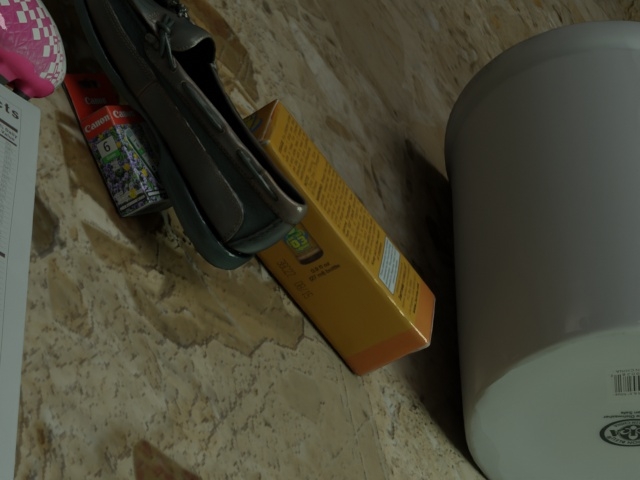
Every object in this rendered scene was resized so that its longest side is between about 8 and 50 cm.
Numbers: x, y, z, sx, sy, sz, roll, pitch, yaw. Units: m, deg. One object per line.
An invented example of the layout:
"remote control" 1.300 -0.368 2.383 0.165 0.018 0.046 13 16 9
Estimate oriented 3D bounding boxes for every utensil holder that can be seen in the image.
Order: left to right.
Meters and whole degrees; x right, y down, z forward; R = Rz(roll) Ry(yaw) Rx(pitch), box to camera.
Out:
"utensil holder" 0.287 0.033 1.395 0.327 0.327 0.386 43 35 -35

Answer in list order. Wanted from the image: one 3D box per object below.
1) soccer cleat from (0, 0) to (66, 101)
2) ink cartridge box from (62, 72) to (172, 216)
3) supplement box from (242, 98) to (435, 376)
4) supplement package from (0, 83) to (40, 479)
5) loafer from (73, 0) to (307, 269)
"soccer cleat" -0.224 -0.206 0.814 0.143 0.116 0.331 -57 146 -11
"ink cartridge box" -0.141 -0.076 1.041 0.063 0.029 0.115 -15 79 -64
"supplement box" 0.000 0.000 1.173 0.233 0.078 0.080 51 29 -25
"supplement package" -0.231 0.023 0.671 0.139 0.133 0.244 37 36 -41
"loafer" -0.092 -0.114 1.036 0.268 0.084 0.096 64 25 3
